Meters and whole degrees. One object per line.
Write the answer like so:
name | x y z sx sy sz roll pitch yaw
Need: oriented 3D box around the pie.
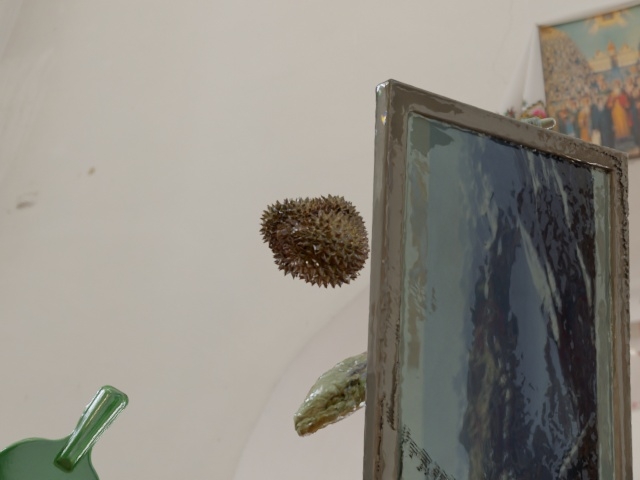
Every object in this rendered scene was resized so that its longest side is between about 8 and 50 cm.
pie | 0.057 0.259 1.383 0.201 0.090 0.248 -35 -7 37

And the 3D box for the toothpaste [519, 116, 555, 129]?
toothpaste | 0.295 -0.172 1.294 0.197 0.029 0.048 -14 -71 30

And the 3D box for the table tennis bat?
table tennis bat | -0.334 0.297 0.979 0.160 0.257 0.039 36 -25 -5

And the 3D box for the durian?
durian | 0.000 0.000 1.138 0.168 0.158 0.137 3 -46 -37

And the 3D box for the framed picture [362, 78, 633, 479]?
framed picture | 0.137 0.074 0.550 0.247 0.335 0.022 10 -13 -30
